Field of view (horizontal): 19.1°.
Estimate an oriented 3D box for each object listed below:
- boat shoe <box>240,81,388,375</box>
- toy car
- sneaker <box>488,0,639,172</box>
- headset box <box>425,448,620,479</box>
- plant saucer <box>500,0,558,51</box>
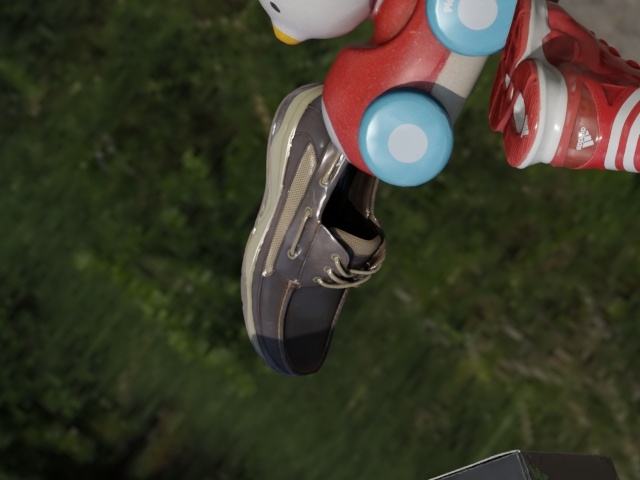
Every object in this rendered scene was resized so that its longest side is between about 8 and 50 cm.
[{"bbox_3d":[0.000,0.000,2.196,0.130,0.355,0.132,22,-156,39],"label":"boat shoe"},{"bbox_3d":[0.017,-0.180,1.487,0.238,0.210,0.219,27,-168,-4],"label":"toy car"},{"bbox_3d":[0.180,-0.089,1.212,0.128,0.087,0.221,13,-152,-3],"label":"sneaker"},{"bbox_3d":[0.189,0.313,1.635,0.283,0.131,0.246,17,-126,-64],"label":"headset box"},{"bbox_3d":[0.142,-0.253,1.730,0.168,0.168,0.029,39,168,-18],"label":"plant saucer"}]
